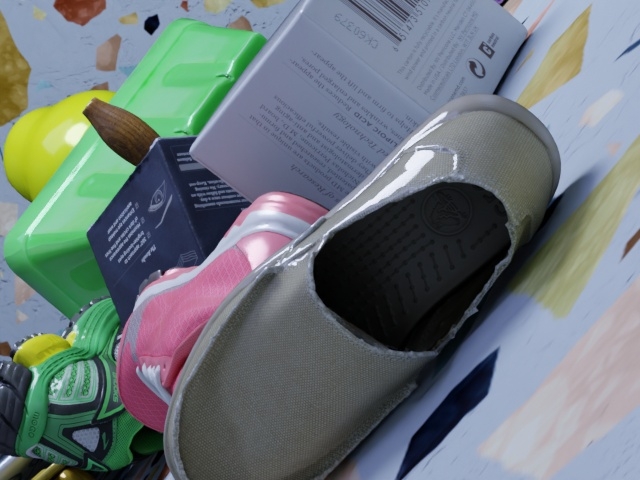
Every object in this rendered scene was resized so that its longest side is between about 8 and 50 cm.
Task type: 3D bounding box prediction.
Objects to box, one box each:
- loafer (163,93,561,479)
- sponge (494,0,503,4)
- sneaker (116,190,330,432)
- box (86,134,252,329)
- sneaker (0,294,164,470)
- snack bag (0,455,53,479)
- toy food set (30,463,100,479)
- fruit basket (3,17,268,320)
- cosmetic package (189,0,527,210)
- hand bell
[{"bbox_3d":[0.010,0.038,0.910,0.268,0.102,0.092,-51,1,17],"label":"loafer"},{"bbox_3d":[0.146,-0.224,1.696,0.210,0.031,0.117,-48,8,37],"label":"sponge"},{"bbox_3d":[-0.091,0.082,1.356,0.314,0.116,0.136,-45,11,50],"label":"sneaker"},{"bbox_3d":[-0.107,0.016,1.561,0.093,0.158,0.156,-7,-26,-36],"label":"box"},{"bbox_3d":[-0.182,0.147,1.682,0.343,0.146,0.134,-37,-34,-74],"label":"sneaker"},{"bbox_3d":[-0.316,0.253,1.928,0.323,0.037,0.342,-44,-10,-24],"label":"snack bag"},{"bbox_3d":[-0.255,0.264,1.802,0.128,0.071,0.218,-38,-4,-35],"label":"toy food set"},{"bbox_3d":[-0.188,-0.055,2.037,0.392,0.283,0.392,-40,21,18],"label":"fruit basket"},{"bbox_3d":[0.028,-0.111,1.375,0.184,0.151,0.151,-46,9,46],"label":"cosmetic package"},{"bbox_3d":[-0.116,-0.049,1.681,0.126,0.242,0.126,-52,7,9],"label":"hand bell"}]
